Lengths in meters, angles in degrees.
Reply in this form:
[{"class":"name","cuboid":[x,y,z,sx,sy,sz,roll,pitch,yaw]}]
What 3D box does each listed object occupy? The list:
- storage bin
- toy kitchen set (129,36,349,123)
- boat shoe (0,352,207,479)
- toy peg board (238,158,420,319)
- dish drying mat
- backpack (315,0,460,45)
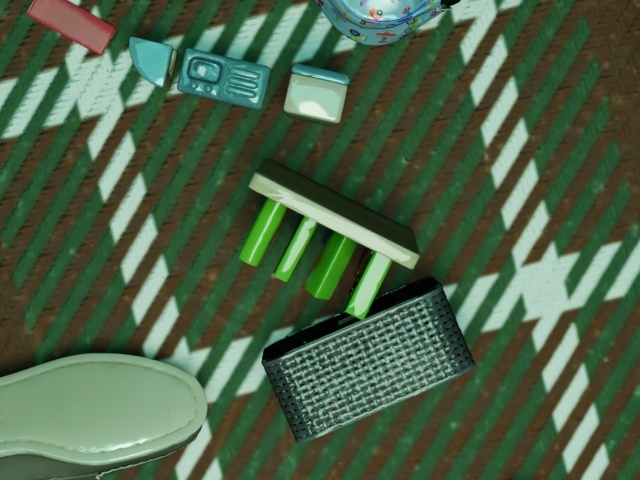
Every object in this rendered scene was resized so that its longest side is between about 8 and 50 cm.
[{"class":"storage bin","cuboid":[0.043,0.109,1.258,0.180,0.122,0.084,-24,93,1]},{"class":"toy kitchen set","cuboid":[-0.066,-0.208,1.239,0.207,0.122,0.166,12,93,-2]},{"class":"boat shoe","cuboid":[-0.266,0.188,1.273,0.324,0.096,0.116,-8,53,-4]},{"class":"toy peg board","cuboid":[0.000,0.000,1.235,0.161,0.160,0.079,27,98,-2]},{"class":"dish drying mat","cuboid":[-0.241,-0.212,1.293,0.083,0.008,0.032,29,92,-1]},{"class":"backpack","cuboid":[0.067,-0.272,1.242,0.173,0.117,0.158,-35,92,4]}]
